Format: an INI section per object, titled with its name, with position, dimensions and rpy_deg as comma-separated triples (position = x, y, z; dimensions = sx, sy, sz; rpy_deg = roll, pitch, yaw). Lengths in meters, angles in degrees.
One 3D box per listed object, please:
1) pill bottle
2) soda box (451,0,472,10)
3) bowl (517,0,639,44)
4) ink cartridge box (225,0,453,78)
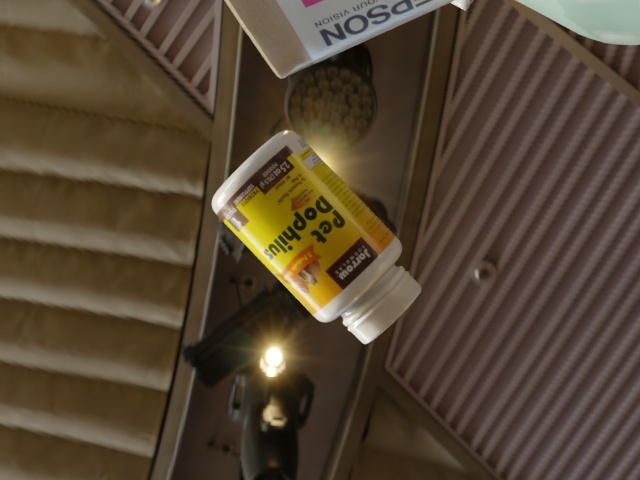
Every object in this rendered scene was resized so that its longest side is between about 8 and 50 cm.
[pill bottle]
position = 0.000, 0.000, 1.130
dimensions = 0.215, 0.117, 0.117
rpy_deg = 46, -71, -1
[soda box]
position = 0.143, -0.287, 0.948
dimensions = 0.069, 0.216, 0.074
rpy_deg = 29, -42, 7
[bowl]
position = 0.150, -0.193, 0.415
dimensions = 0.311, 0.311, 0.163
rpy_deg = -41, -114, 18
[ink cartridge box]
position = 0.035, -0.219, 0.647
dimensions = 0.234, 0.088, 0.193
rpy_deg = -24, -32, 10
